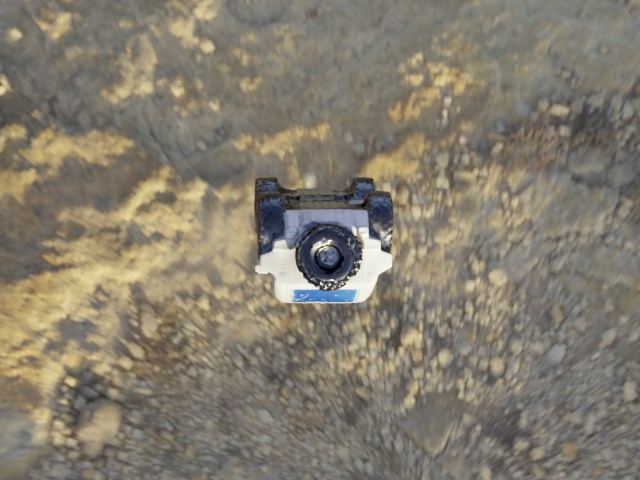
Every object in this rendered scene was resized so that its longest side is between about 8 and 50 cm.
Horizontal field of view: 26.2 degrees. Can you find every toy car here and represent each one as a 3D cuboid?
[{"bbox_3d":[0.000,0.000,0.843,0.080,0.170,0.070,0,98,-4],"label":"toy car"}]
